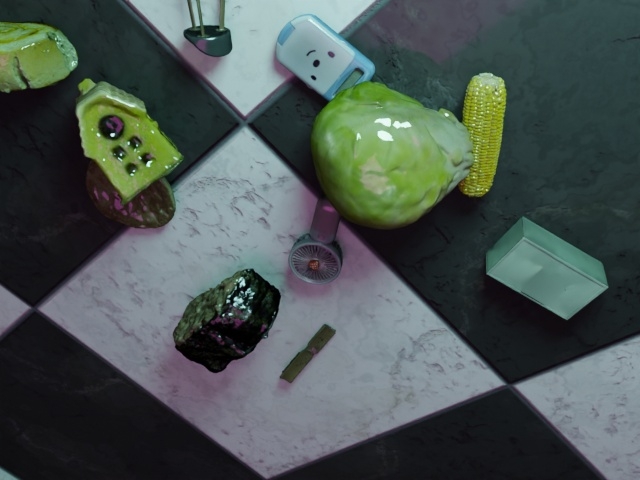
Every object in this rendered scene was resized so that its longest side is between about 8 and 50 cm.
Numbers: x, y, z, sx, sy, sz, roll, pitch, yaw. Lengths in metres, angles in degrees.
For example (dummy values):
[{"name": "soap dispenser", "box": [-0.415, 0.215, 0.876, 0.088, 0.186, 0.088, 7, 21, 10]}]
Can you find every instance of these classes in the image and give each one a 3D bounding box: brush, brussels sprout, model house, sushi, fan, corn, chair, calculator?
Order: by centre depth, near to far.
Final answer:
[{"name": "chair", "box": [-0.225, -0.464, 1.167, 0.095, 0.104, 0.221, 20, 129, 32]}, {"name": "calculator", "box": [0.011, -0.351, 1.222, 0.210, 0.039, 0.121, 36, 128, -15]}, {"name": "brussels sprout", "box": [0.128, -0.157, 1.227, 0.317, 0.242, 0.273, 18, 113, -9]}, {"name": "corn", "box": [0.318, -0.206, 1.230, 0.081, 0.081, 0.248, 5, 126, 11]}, {"name": "model house", "box": [-0.430, -0.222, 1.301, 0.175, 0.193, 0.234, -40, 117, 0]}, {"name": "fan", "box": [0.000, 0.000, 1.470, 0.130, 0.074, 0.244, 15, 128, 3]}, {"name": "sushi", "box": [-0.252, 0.208, 1.609, 0.171, 0.211, 0.350, 34, 136, -21]}, {"name": "brush", "box": [-0.037, 0.315, 1.749, 0.043, 0.036, 0.248, 28, 121, -14]}]

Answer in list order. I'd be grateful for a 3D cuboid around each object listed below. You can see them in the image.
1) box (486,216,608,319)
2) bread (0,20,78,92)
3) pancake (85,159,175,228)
[{"name": "box", "box": [0.501, 0.063, 1.387, 0.225, 0.086, 0.129, 29, 129, -9]}, {"name": "bread", "box": [-0.641, -0.375, 1.274, 0.257, 0.186, 0.124, 4, 124, 1]}, {"name": "pancake", "box": [-0.463, -0.120, 1.514, 0.236, 0.042, 0.222, -11, 124, 25]}]
